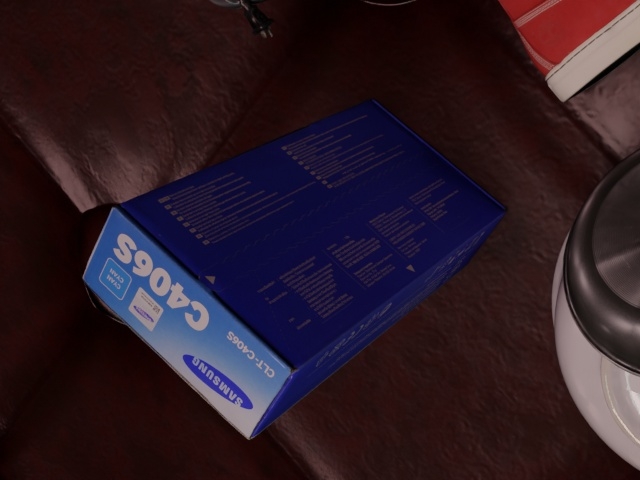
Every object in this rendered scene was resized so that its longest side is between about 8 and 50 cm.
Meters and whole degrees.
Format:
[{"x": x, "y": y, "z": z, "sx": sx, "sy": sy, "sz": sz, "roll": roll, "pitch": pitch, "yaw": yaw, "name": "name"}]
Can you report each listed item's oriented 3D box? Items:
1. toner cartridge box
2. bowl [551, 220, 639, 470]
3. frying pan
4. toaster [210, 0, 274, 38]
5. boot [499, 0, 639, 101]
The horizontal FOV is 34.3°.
[{"x": 0.000, "y": 0.000, "z": 0.802, "sx": 0.165, "sy": 0.348, "sz": 0.075, "roll": 41, "pitch": 125, "yaw": 14, "name": "toner cartridge box"}, {"x": 0.298, "y": 0.082, "z": 0.776, "sx": 0.298, "sy": 0.134, "sz": 0.298, "roll": 11, "pitch": 112, "yaw": 29, "name": "bowl"}, {"x": 0.308, "y": -0.021, "z": 0.675, "sx": 0.326, "sy": 0.053, "sz": 0.197, "roll": -23, "pitch": 51, "yaw": 25, "name": "frying pan"}, {"x": -0.039, "y": -0.286, "z": 0.846, "sx": 0.129, "sy": 0.146, "sz": 0.227, "roll": -17, "pitch": 97, "yaw": 36, "name": "toaster"}, {"x": 0.217, "y": -0.237, "z": 0.743, "sx": 0.244, "sy": 0.088, "sz": 0.176, "roll": -37, "pitch": 84, "yaw": 39, "name": "boot"}]
